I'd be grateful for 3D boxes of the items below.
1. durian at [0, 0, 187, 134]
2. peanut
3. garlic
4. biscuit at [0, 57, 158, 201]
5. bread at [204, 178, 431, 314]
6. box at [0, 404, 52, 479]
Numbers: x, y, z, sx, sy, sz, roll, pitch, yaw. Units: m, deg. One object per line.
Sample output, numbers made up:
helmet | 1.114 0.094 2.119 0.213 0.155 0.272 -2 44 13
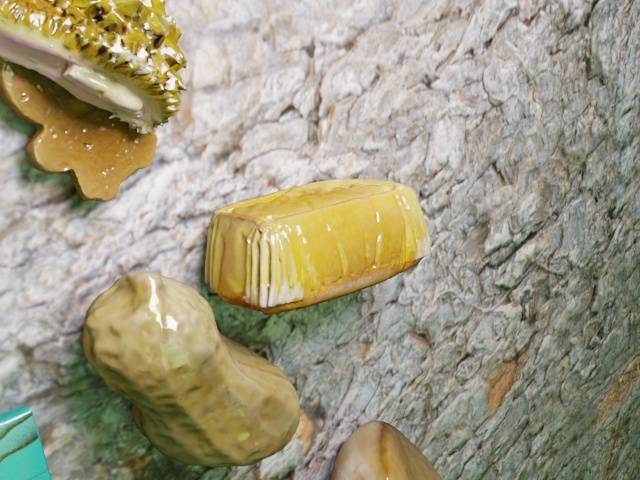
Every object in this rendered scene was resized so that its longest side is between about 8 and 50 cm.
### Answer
durian | -0.193 -0.173 0.531 0.224 0.078 0.140 6 95 -51
peanut | -0.145 0.159 0.696 0.159 0.143 0.291 -47 128 -11
garlic | 0.131 0.419 1.034 0.151 0.196 0.338 -48 137 0
biscuit | -0.228 -0.123 0.586 0.133 0.027 0.184 -58 135 -18
bread | 0.000 0.000 0.772 0.288 0.153 0.119 -17 111 -41
box | -0.327 0.294 0.590 0.161 0.042 0.226 -18 99 -41
